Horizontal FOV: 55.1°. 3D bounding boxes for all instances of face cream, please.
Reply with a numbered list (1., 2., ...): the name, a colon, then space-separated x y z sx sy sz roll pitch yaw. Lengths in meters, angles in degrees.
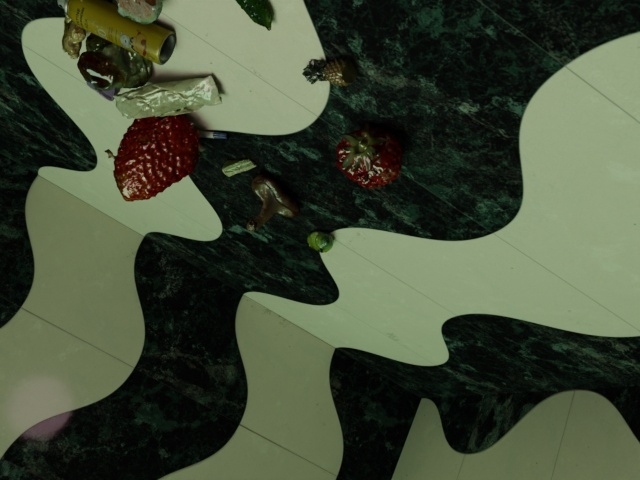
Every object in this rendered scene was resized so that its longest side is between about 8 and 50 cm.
1. face cream: -0.597 -0.627 1.776 0.348 0.105 0.105 26 156 2

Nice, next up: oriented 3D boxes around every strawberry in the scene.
1. strawberry: -0.582 -0.304 2.107 0.292 0.343 0.292 24 135 26
2. strawberry: 0.154 -0.227 1.747 0.186 0.184 0.201 -28 155 21

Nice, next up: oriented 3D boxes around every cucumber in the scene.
1. cucumber: -0.180 -0.594 1.474 0.069 0.069 0.227 7 154 37

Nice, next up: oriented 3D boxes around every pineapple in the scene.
1. pineapple: 0.017 -0.435 1.593 0.159 0.074 0.074 15 155 44

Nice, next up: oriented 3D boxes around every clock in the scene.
1. clock: -0.751 -0.558 2.137 0.110 0.050 0.152 32 155 -12

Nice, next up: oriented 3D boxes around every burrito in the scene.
1. burrito: -0.488 -0.451 1.966 0.392 0.076 0.117 -4 131 22

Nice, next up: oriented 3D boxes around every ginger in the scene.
1. ginger: -0.759 -0.623 1.894 0.058 0.133 0.214 0 -157 -32

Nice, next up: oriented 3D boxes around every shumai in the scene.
1. shumai: -0.670 -0.533 1.927 0.222 0.204 0.272 28 160 -1

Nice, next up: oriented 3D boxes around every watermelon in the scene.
1. watermelon: -0.491 -0.664 1.651 0.187 0.071 0.139 21 150 33

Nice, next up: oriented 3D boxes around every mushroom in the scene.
1. mushroom: -0.196 -0.105 2.279 0.227 0.218 0.148 40 152 -27

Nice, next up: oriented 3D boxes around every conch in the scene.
1. conch: -0.001 0.003 2.489 0.200 0.079 0.095 4 130 57

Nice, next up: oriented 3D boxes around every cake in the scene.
1. cake: -0.296 -0.281 2.267 0.140 0.055 0.051 -13 136 30

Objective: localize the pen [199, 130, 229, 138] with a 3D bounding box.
1. pen: -0.405 -0.378 2.184 0.204 0.025 0.025 10 151 32
